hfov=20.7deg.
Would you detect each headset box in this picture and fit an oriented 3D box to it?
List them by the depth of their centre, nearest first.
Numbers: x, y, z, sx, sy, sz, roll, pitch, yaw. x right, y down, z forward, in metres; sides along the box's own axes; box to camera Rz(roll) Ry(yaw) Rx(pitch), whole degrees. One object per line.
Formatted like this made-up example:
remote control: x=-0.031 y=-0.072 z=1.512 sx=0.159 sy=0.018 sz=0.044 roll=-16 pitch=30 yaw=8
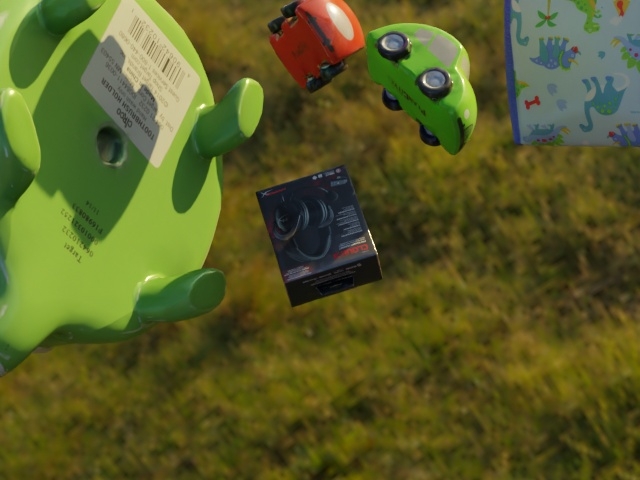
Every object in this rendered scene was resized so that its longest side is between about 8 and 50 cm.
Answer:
headset box: x=0.000 y=0.000 z=1.114 sx=0.062 sy=0.032 sz=0.083 roll=-17 pitch=55 yaw=-1

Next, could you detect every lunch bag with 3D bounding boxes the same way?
lunch bag: x=0.204 y=-0.148 z=1.272 sx=0.129 sy=0.151 sz=0.096 roll=1 pitch=20 yaw=30

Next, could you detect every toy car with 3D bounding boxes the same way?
toy car: x=0.038 y=-0.145 z=1.191 sx=0.053 sy=0.239 sz=0.225 roll=-34 pitch=60 yaw=-17

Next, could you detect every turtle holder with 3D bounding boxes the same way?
turtle holder: x=-0.197 y=-0.018 z=1.167 sx=0.227 sy=0.243 sz=0.320 roll=-10 pitch=74 yaw=37
